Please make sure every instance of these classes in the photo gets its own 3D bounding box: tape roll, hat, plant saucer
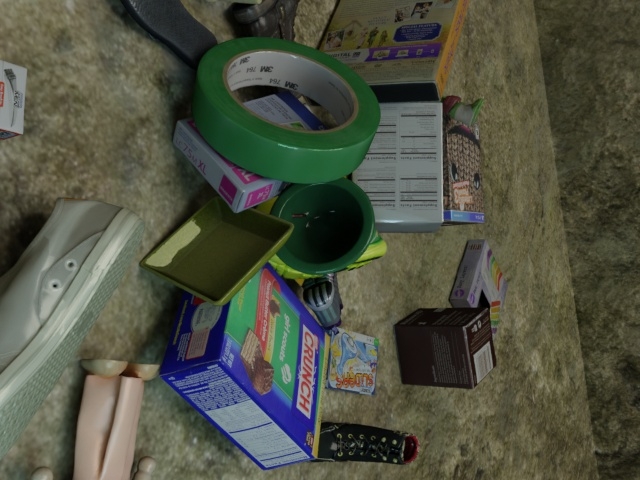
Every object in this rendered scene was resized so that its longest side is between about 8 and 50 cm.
[{"bbox_3d":[-0.058,-0.233,1.160,0.321,0.321,0.077,-47,166,-46],"label":"tape roll"},{"bbox_3d":[0.015,-0.015,1.200,0.172,0.209,0.183,59,-6,13],"label":"hat"},{"bbox_3d":[-0.161,0.022,1.077,0.188,0.188,0.045,-47,140,-28],"label":"plant saucer"}]

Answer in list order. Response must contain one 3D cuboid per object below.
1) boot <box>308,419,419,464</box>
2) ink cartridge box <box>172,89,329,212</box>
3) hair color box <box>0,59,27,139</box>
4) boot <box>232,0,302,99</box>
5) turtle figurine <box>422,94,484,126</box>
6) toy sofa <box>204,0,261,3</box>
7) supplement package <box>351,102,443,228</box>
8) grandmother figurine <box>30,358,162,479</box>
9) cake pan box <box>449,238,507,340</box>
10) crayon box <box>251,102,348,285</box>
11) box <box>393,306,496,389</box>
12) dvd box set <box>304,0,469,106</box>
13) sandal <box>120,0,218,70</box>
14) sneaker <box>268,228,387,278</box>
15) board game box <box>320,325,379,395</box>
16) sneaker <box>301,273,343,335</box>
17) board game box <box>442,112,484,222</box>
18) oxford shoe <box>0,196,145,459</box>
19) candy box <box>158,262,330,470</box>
[{"bbox_3d":[0.085,0.430,1.410,0.236,0.179,0.085,17,73,-54],"label":"boot"},{"bbox_3d":[-0.082,-0.174,1.195,0.311,0.065,0.186,-25,64,-42],"label":"ink cartridge box"},{"bbox_3d":[-0.454,-0.189,0.821,0.167,0.054,0.093,10,77,-53],"label":"hair color box"},{"bbox_3d":[-0.073,-0.407,1.369,0.263,0.091,0.228,-52,133,-38],"label":"boot"},{"bbox_3d":[0.285,-0.404,1.672,0.274,0.266,0.198,-62,168,-15],"label":"turtle figurine"},{"bbox_3d":[-0.114,-0.583,1.276,0.362,0.177,0.150,-53,148,-44],"label":"toy sofa"},{"bbox_3d":[0.172,-0.157,1.518,0.199,0.198,0.262,50,41,-82],"label":"supplement package"},{"bbox_3d":[-0.309,0.342,0.937,0.208,0.104,0.342,16,71,-44],"label":"grandmother figurine"},{"bbox_3d":[0.509,0.170,2.134,0.245,0.070,0.266,55,46,-33],"label":"cake pan box"},{"bbox_3d":[-0.061,-0.091,1.340,0.202,0.081,0.318,52,47,-38],"label":"crayon box"},{"bbox_3d":[0.328,0.277,1.748,0.168,0.203,0.166,-22,104,-54],"label":"box"},{"bbox_3d":[0.161,-0.474,1.500,0.062,0.308,0.420,60,41,-49],"label":"dvd box set"},{"bbox_3d":[-0.265,-0.370,1.116,0.254,0.055,0.097,47,57,-54],"label":"sandal"},{"bbox_3d":[0.000,0.000,1.278,0.296,0.109,0.123,-3,65,-47],"label":"sneaker"},{"bbox_3d":[0.064,0.277,1.521,0.201,0.035,0.136,23,68,-51],"label":"board game box"},{"bbox_3d":[0.005,0.106,1.365,0.223,0.083,0.098,-86,154,-66],"label":"sneaker"},{"bbox_3d":[0.342,-0.189,1.868,0.232,0.141,0.290,-1,87,-55],"label":"board game box"},{"bbox_3d":[-0.385,0.127,0.837,0.130,0.169,0.449,28,65,-4],"label":"oxford shoe"},{"bbox_3d":[-0.111,0.198,1.156,0.317,0.122,0.268,56,27,-38],"label":"candy box"}]
